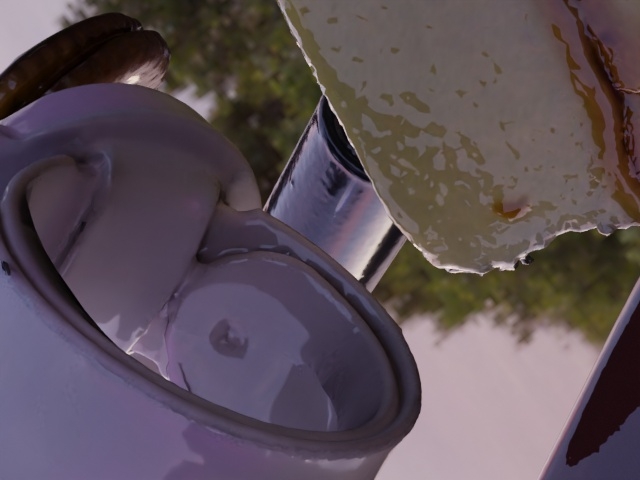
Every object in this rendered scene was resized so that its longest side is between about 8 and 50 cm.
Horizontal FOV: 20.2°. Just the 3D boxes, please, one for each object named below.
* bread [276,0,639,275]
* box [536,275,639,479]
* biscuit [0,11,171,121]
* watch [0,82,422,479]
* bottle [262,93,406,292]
[{"bbox_3d":[0.115,-0.101,0.776,0.178,0.240,0.135,65,-158,-6],"label":"bread"},{"bbox_3d":[0.258,0.172,1.168,0.108,0.404,0.263,23,-173,-37],"label":"box"},{"bbox_3d":[-0.204,-0.084,1.319,0.066,0.220,0.220,45,173,4],"label":"biscuit"},{"bbox_3d":[-0.100,0.063,0.741,0.244,0.196,0.231,11,-149,-39],"label":"watch"},{"bbox_3d":[0.000,0.000,0.933,0.244,0.072,0.082,120,150,-55],"label":"bottle"}]
